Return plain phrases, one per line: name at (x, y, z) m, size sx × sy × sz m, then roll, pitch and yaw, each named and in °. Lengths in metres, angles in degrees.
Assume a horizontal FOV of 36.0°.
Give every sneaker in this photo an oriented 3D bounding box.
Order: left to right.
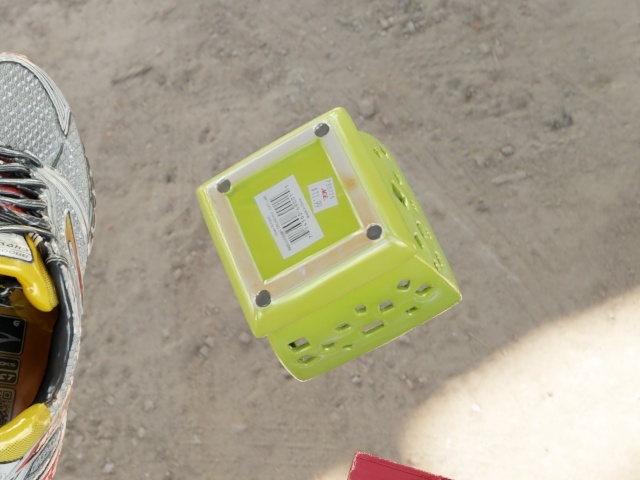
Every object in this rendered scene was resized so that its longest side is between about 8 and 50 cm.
sneaker at (-0.141, 0.008, 0.454) m, size 0.088 × 0.093 × 0.225 m, roll 3°, pitch 64°, yaw -22°

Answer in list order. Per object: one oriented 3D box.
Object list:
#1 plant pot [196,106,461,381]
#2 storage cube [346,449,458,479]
plant pot at (0.000, 0.000, 1.109) m, size 0.227 × 0.207 × 0.228 m, roll -28°, pitch 66°, yaw 8°
storage cube at (0.121, 0.330, 0.951) m, size 0.184 × 0.215 × 0.193 m, roll 11°, pitch 76°, yaw 28°
